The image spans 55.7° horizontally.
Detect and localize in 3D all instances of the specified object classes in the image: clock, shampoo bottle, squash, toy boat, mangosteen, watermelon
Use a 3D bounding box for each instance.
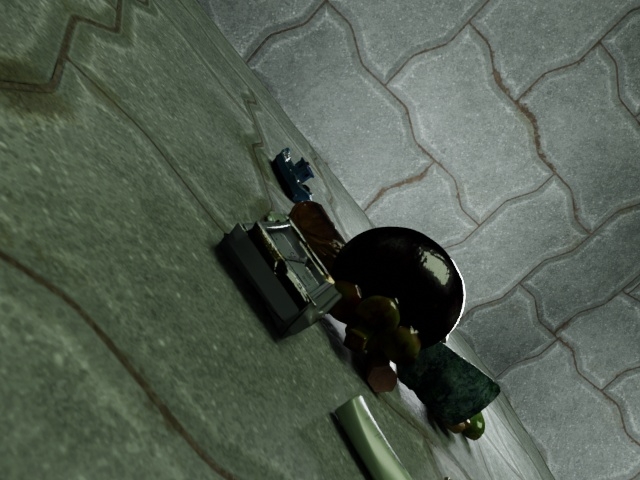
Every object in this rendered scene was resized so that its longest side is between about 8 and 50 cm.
[{"bbox_3d":[-0.060,0.051,0.988,0.186,0.083,0.253,55,10,4],"label":"clock"},{"bbox_3d":[0.094,0.326,0.875,0.213,0.049,0.072,57,6,15],"label":"shampoo bottle"},{"bbox_3d":[0.428,0.497,1.780,0.068,0.077,0.219,58,5,-26],"label":"squash"},{"bbox_3d":[-0.073,-0.198,1.727,0.100,0.097,0.223,48,12,-45],"label":"toy boat"},{"bbox_3d":[0.135,0.115,1.200,0.275,0.275,0.302,53,48,-7],"label":"mangosteen"},{"bbox_3d":[0.267,0.314,1.475,0.318,0.148,0.226,37,0,22],"label":"watermelon"}]

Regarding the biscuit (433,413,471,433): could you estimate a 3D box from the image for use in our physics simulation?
[{"bbox_3d":[0.326,0.425,1.628,0.197,0.049,0.301,46,10,-4],"label":"biscuit"}]

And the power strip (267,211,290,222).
[{"bbox_3d":[-0.093,-0.037,1.307,0.055,0.035,0.083,55,23,4],"label":"power strip"}]

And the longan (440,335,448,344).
[{"bbox_3d":[0.286,0.245,1.754,0.187,0.167,0.167,34,-6,42],"label":"longan"}]

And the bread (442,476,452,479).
[{"bbox_3d":[0.233,0.470,1.086,0.070,0.035,0.083,56,17,13],"label":"bread"}]

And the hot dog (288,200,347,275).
[{"bbox_3d":[0.001,-0.003,1.403,0.160,0.099,0.227,46,11,-39],"label":"hot dog"}]

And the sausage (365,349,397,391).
[{"bbox_3d":[0.123,0.252,1.239,0.065,0.065,0.169,53,9,-6],"label":"sausage"}]
